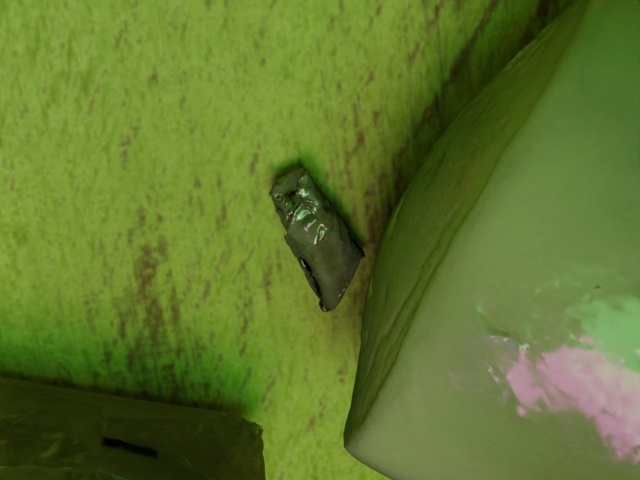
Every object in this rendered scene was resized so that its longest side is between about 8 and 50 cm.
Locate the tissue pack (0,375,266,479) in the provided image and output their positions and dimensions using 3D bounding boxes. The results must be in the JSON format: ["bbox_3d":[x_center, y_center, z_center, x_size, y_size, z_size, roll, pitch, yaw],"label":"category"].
[{"bbox_3d":[-0.227,0.335,1.627,0.293,0.228,0.382,11,108,-12],"label":"tissue pack"}]

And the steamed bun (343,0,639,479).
[{"bbox_3d":[0.235,0.047,1.458,0.371,0.290,0.456,24,109,-5],"label":"steamed bun"}]

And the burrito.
[{"bbox_3d":[0.000,0.000,1.579,0.055,0.041,0.149,-13,129,17],"label":"burrito"}]
